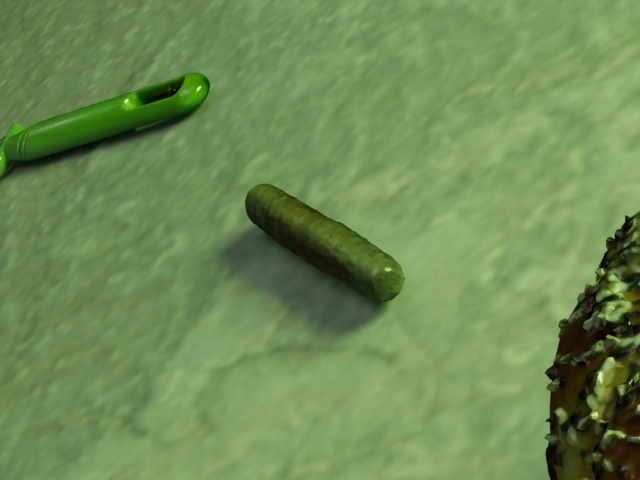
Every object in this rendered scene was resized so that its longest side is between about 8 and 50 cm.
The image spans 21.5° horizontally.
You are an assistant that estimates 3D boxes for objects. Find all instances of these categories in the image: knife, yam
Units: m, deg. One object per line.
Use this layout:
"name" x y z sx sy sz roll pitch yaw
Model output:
"knife" -0.142 -0.049 0.880 0.212 0.015 0.054 -14 38 35
"yam" 0.000 0.000 0.657 0.021 0.021 0.116 -43 30 -8

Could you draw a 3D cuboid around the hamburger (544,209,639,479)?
"hamburger" 0.120 0.043 0.399 0.164 0.093 0.189 1 49 47
